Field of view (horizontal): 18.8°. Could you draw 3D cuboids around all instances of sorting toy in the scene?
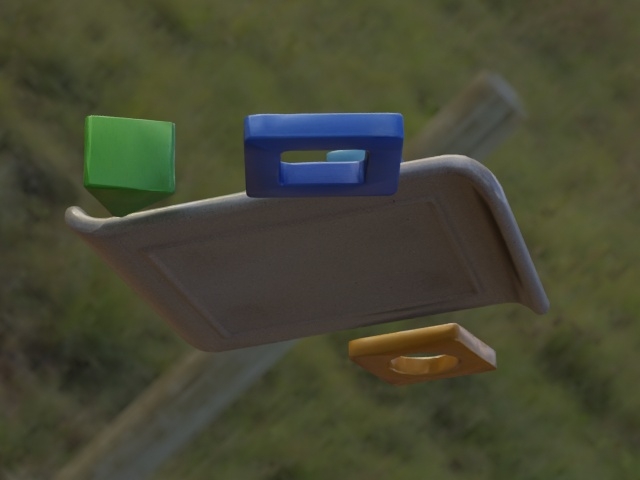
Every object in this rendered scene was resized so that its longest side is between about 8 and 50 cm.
[{"bbox_3d":[0.000,0.000,0.909,0.348,0.196,0.047,56,30,-66],"label":"sorting toy"}]
